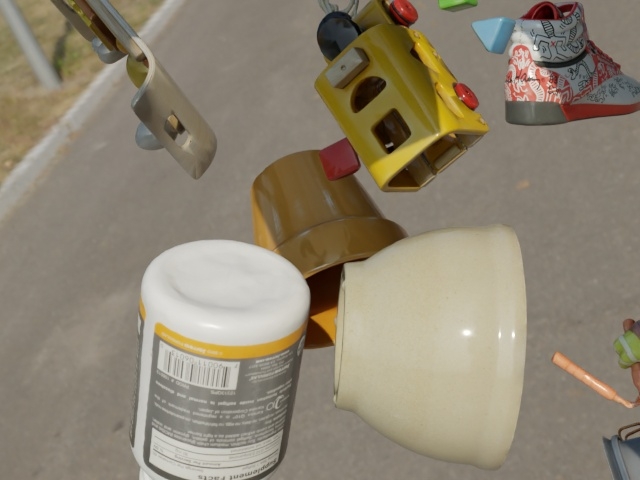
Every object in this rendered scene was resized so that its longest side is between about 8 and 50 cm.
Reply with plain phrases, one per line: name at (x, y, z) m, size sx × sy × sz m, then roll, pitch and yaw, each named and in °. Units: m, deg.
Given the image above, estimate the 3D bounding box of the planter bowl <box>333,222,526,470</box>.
planter bowl at (0.064, 0.066, 0.700) m, size 0.109 × 0.162 × 0.162 m, roll 4°, pitch 24°, yaw -1°

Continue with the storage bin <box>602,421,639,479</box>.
storage bin at (0.334, 0.217, 1.010) m, size 0.091 × 0.135 × 0.098 m, roll -23°, pitch 59°, yaw 19°

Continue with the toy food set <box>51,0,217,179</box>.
toy food set at (-0.268, -0.229, 1.387) m, size 0.092 × 0.220 × 0.306 m, roll -40°, pitch 65°, yaw -1°

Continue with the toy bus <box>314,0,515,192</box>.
toy bus at (0.049, -0.139, 0.916) m, size 0.202 × 0.191 × 0.104 m, roll 10°, pitch 8°, yaw 32°

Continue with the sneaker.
sneaker at (0.333, -0.231, 1.347) m, size 0.270 × 0.145 × 0.090 m, roll -14°, pitch 19°, yaw -40°

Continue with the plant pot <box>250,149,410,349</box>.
plant pot at (0.000, 0.000, 1.289) m, size 0.205 × 0.205 × 0.188 m, roll -23°, pitch 60°, yaw 5°

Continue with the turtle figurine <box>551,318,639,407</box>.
turtle figurine at (0.340, 0.065, 0.863) m, size 0.269 × 0.087 × 0.217 m, roll 10°, pitch 40°, yaw 26°

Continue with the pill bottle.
pill bottle at (-0.106, 0.152, 1.055) m, size 0.162 × 0.279 × 0.162 m, roll 7°, pitch 30°, yaw -4°
